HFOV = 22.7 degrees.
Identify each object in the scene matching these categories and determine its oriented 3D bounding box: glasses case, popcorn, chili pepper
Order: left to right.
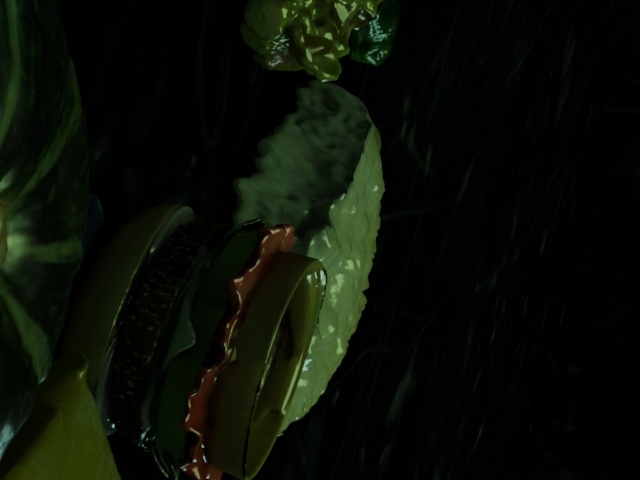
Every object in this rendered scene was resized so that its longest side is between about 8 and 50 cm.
[{"bbox_3d":[-0.144,0.005,0.903,0.083,0.023,0.034,-55,157,-50],"label":"glasses case"},{"bbox_3d":[-0.007,-0.162,1.110,0.109,0.089,0.097,-60,170,-49],"label":"popcorn"},{"bbox_3d":[0.028,-0.189,1.256,0.073,0.050,0.182,-68,162,0],"label":"chili pepper"}]

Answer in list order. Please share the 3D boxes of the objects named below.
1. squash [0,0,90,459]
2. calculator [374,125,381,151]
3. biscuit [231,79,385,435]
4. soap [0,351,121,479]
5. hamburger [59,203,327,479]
[{"bbox_3d":[-0.180,-0.008,0.521,0.252,0.165,0.252,12,90,-72],"label":"squash"},{"bbox_3d":[0.000,0.000,1.369,0.236,0.033,0.157,-51,152,-49],"label":"calculator"},{"bbox_3d":[-0.015,0.032,1.208,0.281,0.084,0.179,-66,150,-25],"label":"biscuit"},{"bbox_3d":[-0.168,0.230,0.705,0.259,0.143,0.281,-52,136,-53],"label":"soap"},{"bbox_3d":[-0.081,0.058,0.958,0.175,0.136,0.175,18,90,-79],"label":"hamburger"}]
